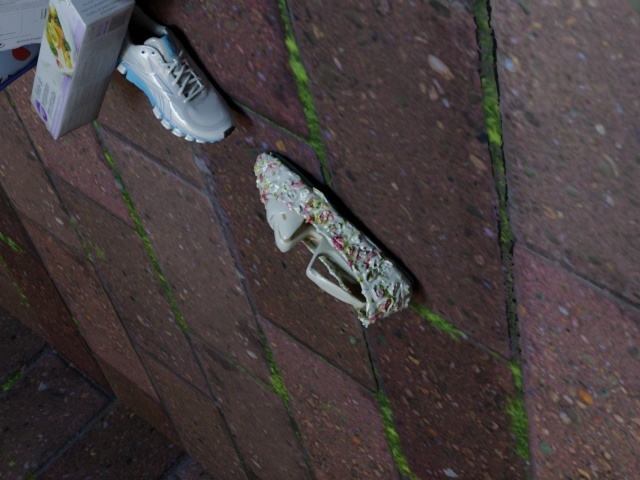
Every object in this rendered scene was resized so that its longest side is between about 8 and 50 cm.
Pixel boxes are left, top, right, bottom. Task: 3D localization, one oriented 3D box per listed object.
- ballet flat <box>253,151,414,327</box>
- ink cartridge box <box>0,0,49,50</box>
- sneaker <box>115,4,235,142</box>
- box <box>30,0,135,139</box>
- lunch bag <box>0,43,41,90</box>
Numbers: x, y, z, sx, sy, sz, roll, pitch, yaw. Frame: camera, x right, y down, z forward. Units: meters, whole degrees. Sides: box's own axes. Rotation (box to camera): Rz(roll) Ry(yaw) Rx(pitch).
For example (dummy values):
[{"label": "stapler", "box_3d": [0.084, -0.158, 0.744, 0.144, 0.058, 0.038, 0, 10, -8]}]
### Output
[{"label": "ballet flat", "box_3d": [0.000, 0.000, 1.420, 0.241, 0.077, 0.091, 42, 158, 11]}, {"label": "ink cartridge box", "box_3d": [-0.301, -0.287, 1.324, 0.311, 0.185, 0.065, 137, 117, -69]}, {"label": "sneaker", "box_3d": [-0.167, -0.187, 1.415, 0.190, 0.071, 0.083, 43, 152, 8]}, {"label": "box", "box_3d": [-0.268, -0.205, 1.420, 0.063, 0.067, 0.324, 57, 158, 5]}, {"label": "lunch bag", "box_3d": [-0.494, -0.287, 1.591, 0.303, 0.243, 0.115, 35, 155, 24]}]
